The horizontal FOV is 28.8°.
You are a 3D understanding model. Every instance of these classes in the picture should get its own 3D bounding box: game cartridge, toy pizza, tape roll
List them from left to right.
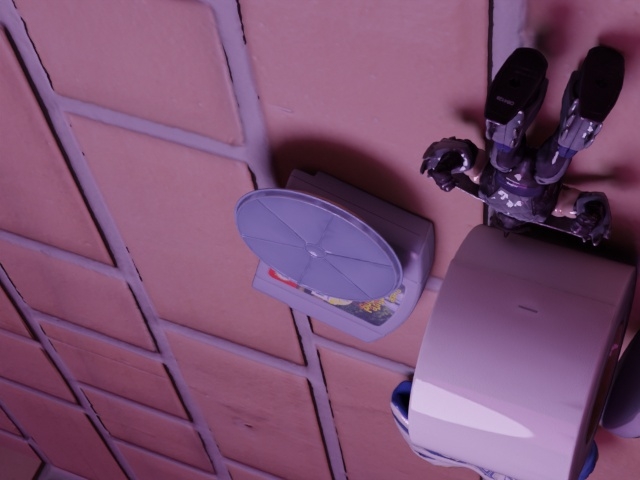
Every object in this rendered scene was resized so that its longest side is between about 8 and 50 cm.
[{"bbox_3d":[0.000,0.000,1.370,0.201,0.032,0.201,20,152,11],"label":"toy pizza"},{"bbox_3d":[0.028,0.029,1.491,0.196,0.060,0.294,21,153,0],"label":"game cartridge"},{"bbox_3d":[0.211,0.121,1.281,0.169,0.246,0.246,17,152,18],"label":"tape roll"}]

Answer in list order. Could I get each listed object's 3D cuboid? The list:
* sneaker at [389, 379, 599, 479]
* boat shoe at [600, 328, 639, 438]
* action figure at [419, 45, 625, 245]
[{"bbox_3d":[0.221,0.261,1.674,0.296,0.111,0.131,4,146,35],"label":"sneaker"},{"bbox_3d":[0.424,0.123,1.250,0.156,0.135,0.367,25,144,-5],"label":"boat shoe"},{"bbox_3d":[0.185,-0.069,1.129,0.185,0.099,0.285,13,156,6],"label":"action figure"}]
